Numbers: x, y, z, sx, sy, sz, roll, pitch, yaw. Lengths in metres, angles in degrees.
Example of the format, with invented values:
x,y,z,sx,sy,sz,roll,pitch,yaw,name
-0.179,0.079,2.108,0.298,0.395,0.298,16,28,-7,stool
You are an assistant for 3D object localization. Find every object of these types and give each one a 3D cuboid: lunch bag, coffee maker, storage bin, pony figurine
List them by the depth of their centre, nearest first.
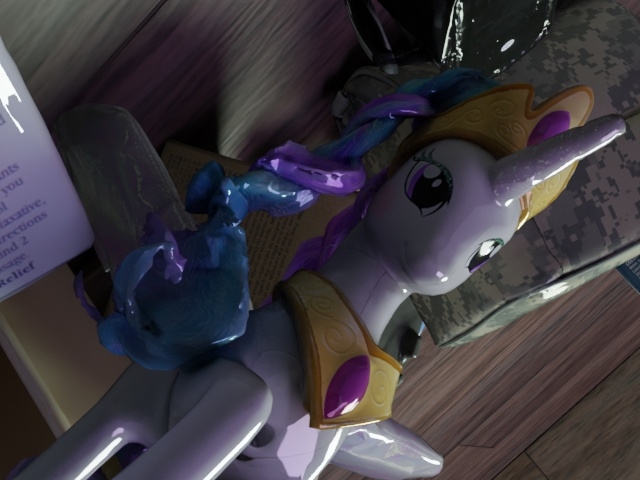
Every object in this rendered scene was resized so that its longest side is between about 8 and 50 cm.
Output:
x,y,z,sx,sy,sz,roll,pitch,yaw,name
-0.050,0.078,0.474,0.363,0.303,0.351,-50,-164,-29,pony figurine
0.067,-0.209,0.625,0.120,0.178,0.171,-24,152,-31,coffee maker
-0.245,0.169,0.723,0.260,0.262,0.123,-49,154,18,storage bin
0.188,-0.081,0.890,0.305,0.256,0.212,-23,170,-25,lunch bag

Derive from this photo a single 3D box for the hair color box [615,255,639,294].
x,y,z,sx,sy,sz,roll,pitch,yaw,name
0.351,-0.015,1.084,0.105,0.347,0.174,-45,153,12,hair color box

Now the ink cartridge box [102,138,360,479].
x,y,z,sx,sy,sz,roll,pitch,yaw,name
-0.065,0.060,0.763,0.088,0.193,0.234,25,85,-61,ink cartridge box

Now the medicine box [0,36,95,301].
x,y,z,sx,sy,sz,roll,pitch,yaw,name
-0.226,-0.122,0.301,0.149,0.263,0.289,-33,152,-14,medicine box

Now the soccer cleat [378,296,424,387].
x,y,z,sx,sy,sz,roll,pitch,yaw,name
0.095,0.028,1.120,0.331,0.143,0.116,-51,119,-18,soccer cleat
